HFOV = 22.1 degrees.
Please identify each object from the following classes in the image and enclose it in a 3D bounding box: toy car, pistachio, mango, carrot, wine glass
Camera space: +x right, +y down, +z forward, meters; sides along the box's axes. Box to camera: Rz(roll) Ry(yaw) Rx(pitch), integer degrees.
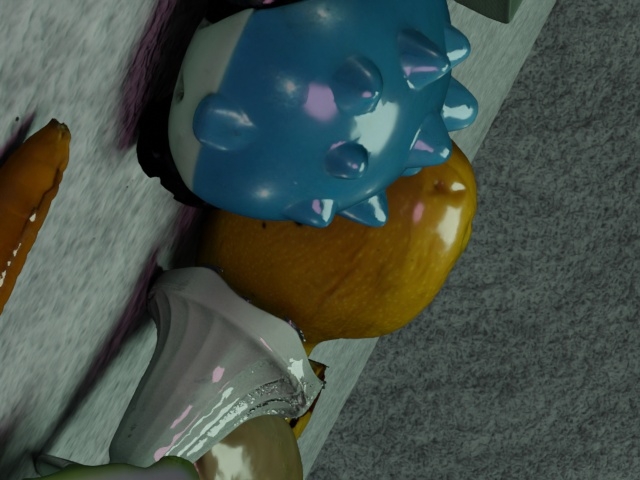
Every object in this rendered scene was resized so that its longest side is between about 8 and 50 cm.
[{"bbox_3d":[0.008,-0.108,1.068,0.188,0.190,0.255,-67,172,30],"label":"toy car"},{"bbox_3d":[-0.103,0.206,1.597,0.260,0.163,0.212,82,-7,-45],"label":"pistachio"},{"bbox_3d":[-0.003,-0.003,1.299,0.144,0.187,0.359,-32,-177,-36],"label":"mango"},{"bbox_3d":[-0.197,0.057,0.840,0.066,0.062,0.271,27,87,-49],"label":"carrot"},{"bbox_3d":[-0.116,0.136,1.282,0.196,0.165,0.165,-50,168,-22],"label":"wine glass"}]

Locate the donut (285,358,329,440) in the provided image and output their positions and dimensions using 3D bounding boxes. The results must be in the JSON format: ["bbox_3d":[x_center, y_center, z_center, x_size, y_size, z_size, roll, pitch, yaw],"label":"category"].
[{"bbox_3d":[-0.057,0.220,2.146,0.166,0.073,0.184,-63,171,17],"label":"donut"}]

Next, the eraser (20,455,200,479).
[{"bbox_3d":[-0.193,0.279,1.154,0.210,0.092,0.274,-8,138,-32],"label":"eraser"}]

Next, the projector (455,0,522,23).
[{"bbox_3d":[0.194,-0.356,1.660,0.198,0.108,0.250,-61,170,-5],"label":"projector"}]
